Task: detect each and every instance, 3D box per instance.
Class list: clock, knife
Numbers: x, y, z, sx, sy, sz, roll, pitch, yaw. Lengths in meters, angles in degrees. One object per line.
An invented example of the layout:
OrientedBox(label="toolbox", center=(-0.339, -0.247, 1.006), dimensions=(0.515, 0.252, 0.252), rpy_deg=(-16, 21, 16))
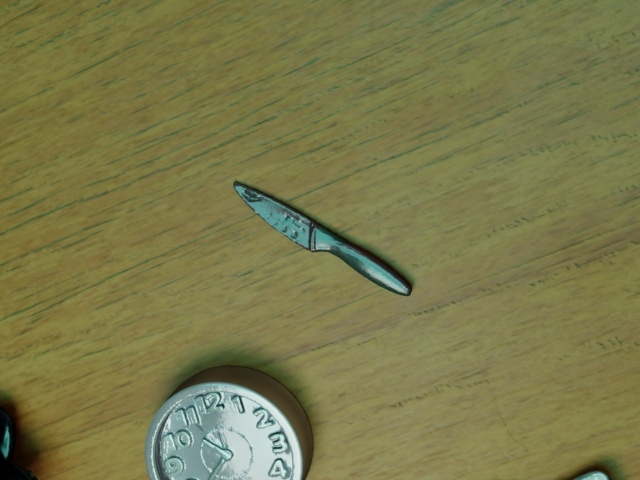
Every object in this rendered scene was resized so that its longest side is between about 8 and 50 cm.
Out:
OrientedBox(label="clock", center=(-0.111, 0.255, 1.624), dimensions=(0.197, 0.068, 0.196), rpy_deg=(2, 102, 11))
OrientedBox(label="knife", center=(0.000, 0.000, 1.575), dimensions=(0.247, 0.018, 0.035), rpy_deg=(31, 109, 6))

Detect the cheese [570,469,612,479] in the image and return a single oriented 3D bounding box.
OrientedBox(label="cheese", center=(0.239, 0.333, 1.583), dimensions=(0.235, 0.050, 0.127), rpy_deg=(-31, 93, 14))

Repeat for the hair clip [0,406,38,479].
OrientedBox(label="hair clip", center=(-0.451, 0.364, 1.649), dimensions=(0.206, 0.194, 0.310), rpy_deg=(27, 108, 28))
